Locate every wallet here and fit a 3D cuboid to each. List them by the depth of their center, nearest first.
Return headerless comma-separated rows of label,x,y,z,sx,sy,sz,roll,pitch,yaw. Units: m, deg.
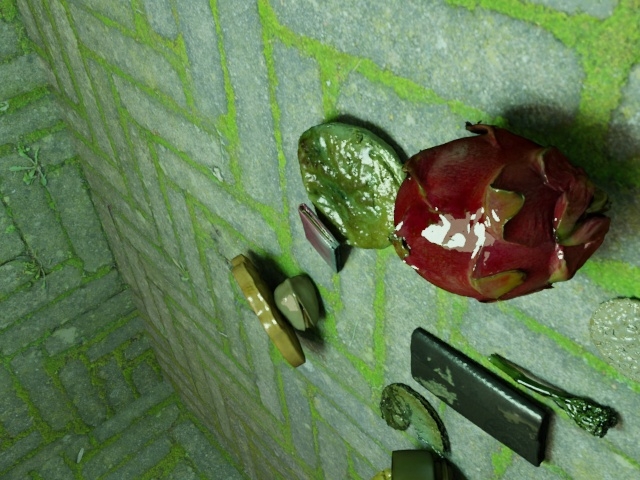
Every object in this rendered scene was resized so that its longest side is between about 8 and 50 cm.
wallet,0.302,0.310,1.226,0.321,0.044,0.170,30,144,40
wallet,0.000,0.000,1.313,0.119,0.025,0.232,49,172,13

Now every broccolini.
broccolini,0.384,0.259,1.052,0.054,0.051,0.239,20,-176,-45

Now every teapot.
teapot,0.256,0.594,1.460,0.267,0.175,0.185,69,-160,-78

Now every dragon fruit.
dragon fruit,0.214,-0.033,0.826,0.315,0.250,0.250,37,147,44

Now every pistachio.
pistachio,-0.055,0.158,1.560,0.113,0.113,0.149,-7,114,59

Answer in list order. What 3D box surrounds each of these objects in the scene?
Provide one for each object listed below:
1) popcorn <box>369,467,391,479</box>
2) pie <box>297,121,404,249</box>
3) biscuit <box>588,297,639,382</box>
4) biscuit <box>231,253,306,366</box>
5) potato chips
popcorn,0.198,0.716,1.677,0.170,0.180,0.180,35,149,5
pie,0.061,-0.095,1.147,0.277,0.078,0.277,38,149,28
biscuit,0.445,0.144,0.856,0.152,0.020,0.152,40,148,31
biscuit,-0.138,0.183,1.662,0.351,0.057,0.312,58,176,6
potato chips,0.220,0.433,1.506,0.220,0.029,0.202,-17,105,58
